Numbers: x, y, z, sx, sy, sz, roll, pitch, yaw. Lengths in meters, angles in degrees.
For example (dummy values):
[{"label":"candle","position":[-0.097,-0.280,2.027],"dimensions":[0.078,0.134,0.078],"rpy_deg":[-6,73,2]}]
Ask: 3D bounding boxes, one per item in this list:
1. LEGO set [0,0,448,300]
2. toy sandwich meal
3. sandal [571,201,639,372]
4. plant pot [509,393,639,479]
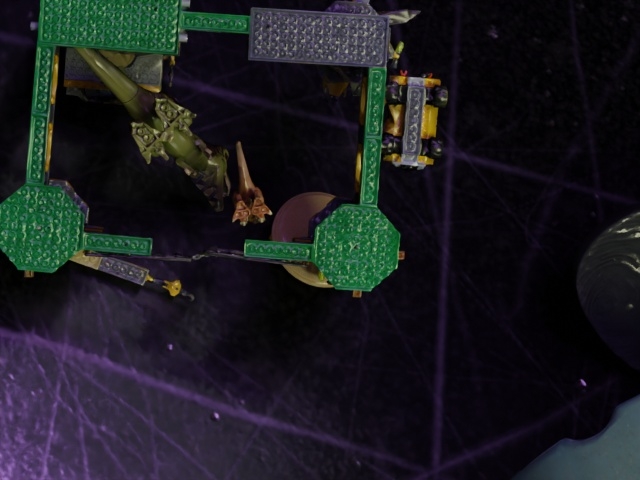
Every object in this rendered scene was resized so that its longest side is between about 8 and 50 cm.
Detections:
[{"label":"LEGO set","position":[-0.083,-0.082,1.321],"dimensions":[0.331,0.192,0.255],"rpy_deg":[-4,96,-3]},{"label":"toy sandwich meal","position":[0.000,0.000,1.381],"dimensions":[0.085,0.029,0.086],"rpy_deg":[7,67,-16]},{"label":"sandal","position":[0.402,0.103,1.400],"dimensions":[0.445,0.168,0.107],"rpy_deg":[29,16,-7]},{"label":"plant pot","position":[0.293,0.276,1.209],"dimensions":[0.341,0.341,0.334],"rpy_deg":[-14,63,-27]}]
